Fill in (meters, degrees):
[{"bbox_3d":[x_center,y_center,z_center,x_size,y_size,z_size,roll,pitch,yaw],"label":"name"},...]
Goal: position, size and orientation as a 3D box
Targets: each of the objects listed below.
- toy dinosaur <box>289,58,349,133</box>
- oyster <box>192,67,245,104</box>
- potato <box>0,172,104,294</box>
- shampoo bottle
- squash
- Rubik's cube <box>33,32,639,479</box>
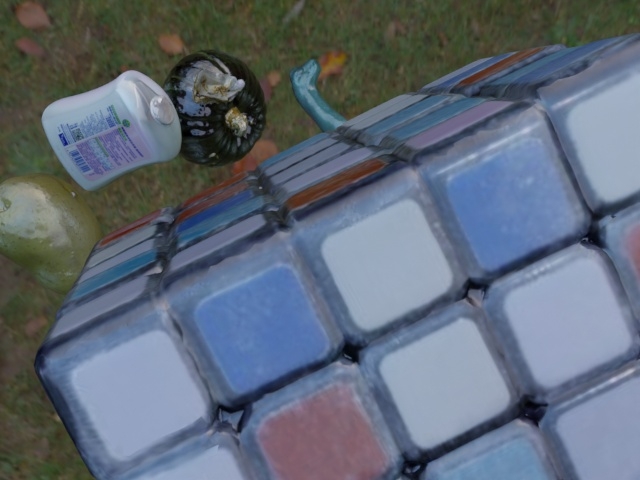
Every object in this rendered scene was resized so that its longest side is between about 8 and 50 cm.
[{"bbox_3d":[0.000,0.000,1.432,0.331,0.129,0.383,33,93,27],"label":"toy dinosaur"},{"bbox_3d":[-0.137,-0.192,1.458,0.093,0.034,0.051,-14,47,-43],"label":"oyster"},{"bbox_3d":[-0.391,-0.008,1.647,0.157,0.157,0.194,-39,96,-13],"label":"potato"},{"bbox_3d":[-0.145,-0.081,0.828,0.099,0.072,0.043,-17,23,34],"label":"shampoo bottle"},{"bbox_3d":[-0.171,-0.213,1.859,0.156,0.193,0.193,-5,59,48],"label":"squash"},{"bbox_3d":[0.057,0.085,0.595,0.286,0.292,0.293,-27,101,-2],"label":"Rubik's cube"}]
